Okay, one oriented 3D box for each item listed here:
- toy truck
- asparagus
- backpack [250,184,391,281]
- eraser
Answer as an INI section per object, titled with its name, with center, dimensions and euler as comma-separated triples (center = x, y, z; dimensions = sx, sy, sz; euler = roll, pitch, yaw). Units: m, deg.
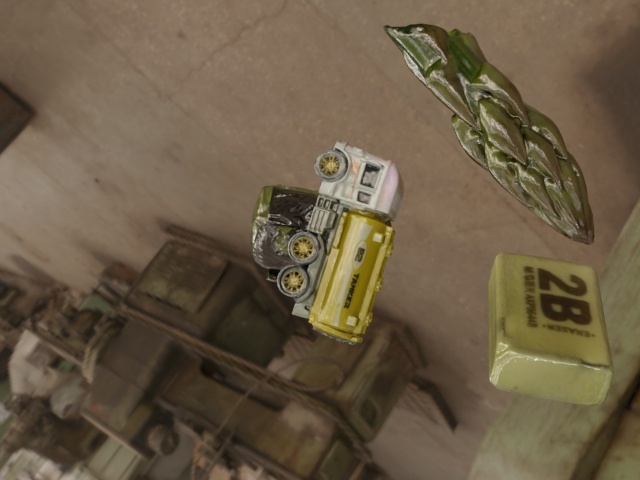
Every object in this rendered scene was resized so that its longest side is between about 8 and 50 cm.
[toy truck]
center = 0.031, 0.003, 0.980
dimensions = 0.114, 0.227, 0.098
euler = 17, 176, 13
[asparagus]
center = 0.156, -0.113, 0.738
dimensions = 0.287, 0.080, 0.080
euler = 58, 165, 18
[backpack]
center = 0.000, 0.000, 1.451
dimensions = 0.253, 0.140, 0.207
euler = 9, 154, 0
[eraser]
center = 0.238, 0.088, 0.860
dimensions = 0.117, 0.172, 0.058
euler = 11, 126, 4
